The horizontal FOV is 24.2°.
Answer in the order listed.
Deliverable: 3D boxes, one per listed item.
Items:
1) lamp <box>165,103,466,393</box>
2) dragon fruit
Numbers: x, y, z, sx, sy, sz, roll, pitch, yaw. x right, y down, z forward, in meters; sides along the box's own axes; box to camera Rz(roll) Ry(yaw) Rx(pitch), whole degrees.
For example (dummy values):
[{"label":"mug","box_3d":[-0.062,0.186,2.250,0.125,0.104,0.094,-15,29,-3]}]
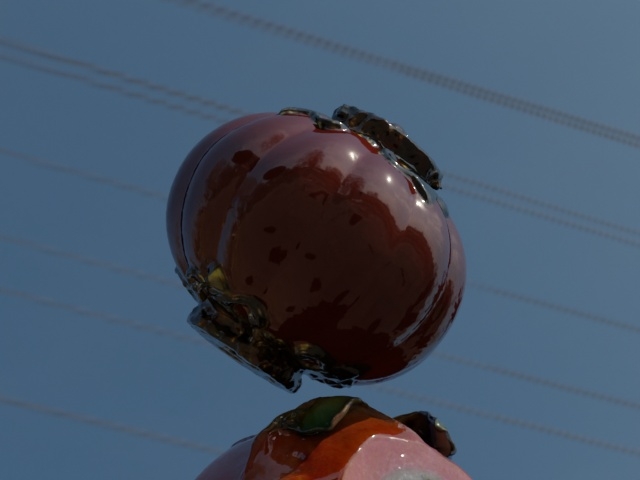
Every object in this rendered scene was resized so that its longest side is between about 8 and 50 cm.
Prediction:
[{"label":"lamp","box_3d":[0.000,0.000,1.061,0.226,0.227,0.227,-2,-61,-4]},{"label":"dragon fruit","box_3d":[0.033,0.237,1.000,0.189,0.291,0.290,-31,-61,34]}]
